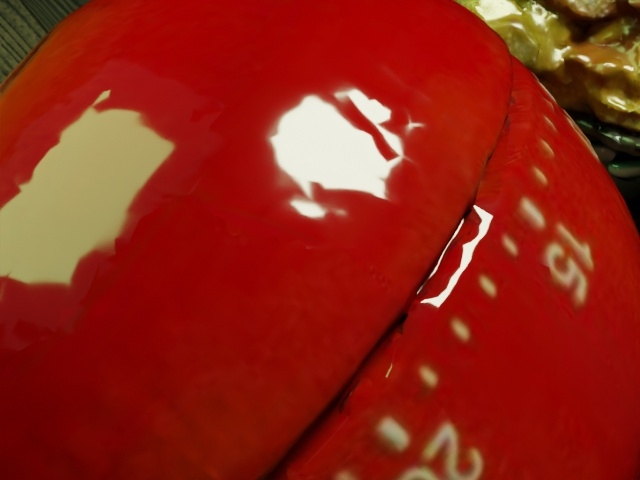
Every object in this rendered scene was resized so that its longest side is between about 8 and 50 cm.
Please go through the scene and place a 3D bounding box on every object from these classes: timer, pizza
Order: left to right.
[{"bbox_3d":[-0.054,0.056,0.609,0.378,0.279,0.378,-42,17,16],"label":"timer"},{"bbox_3d":[0.162,-0.131,0.815,0.278,0.114,0.409,-2,21,-11],"label":"pizza"}]

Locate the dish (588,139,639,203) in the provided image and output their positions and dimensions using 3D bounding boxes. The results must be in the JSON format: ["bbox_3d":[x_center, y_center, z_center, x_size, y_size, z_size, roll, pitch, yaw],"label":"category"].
[{"bbox_3d":[0.137,-0.053,0.858,0.224,0.078,0.246,-11,25,-21],"label":"dish"}]
